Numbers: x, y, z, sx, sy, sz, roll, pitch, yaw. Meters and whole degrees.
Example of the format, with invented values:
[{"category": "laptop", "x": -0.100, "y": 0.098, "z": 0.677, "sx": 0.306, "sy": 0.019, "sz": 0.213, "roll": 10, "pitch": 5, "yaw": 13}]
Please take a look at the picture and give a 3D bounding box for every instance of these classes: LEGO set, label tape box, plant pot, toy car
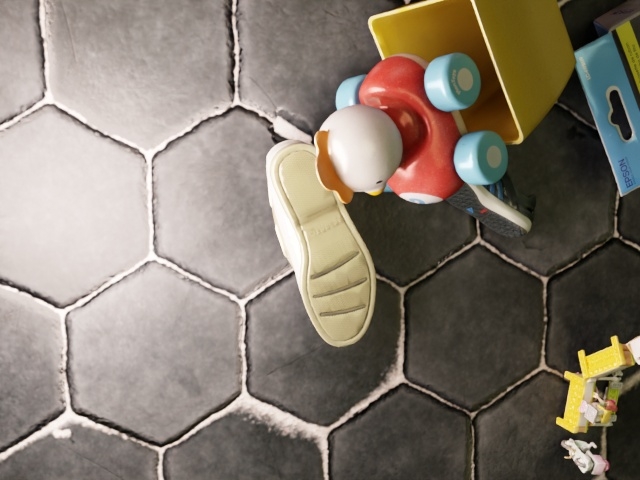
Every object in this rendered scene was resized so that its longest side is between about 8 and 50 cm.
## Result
[{"category": "LEGO set", "x": 0.485, "y": 0.239, "z": 1.539, "sx": 0.107, "sy": 0.132, "sz": 0.287, "roll": 5, "pitch": 121, "yaw": -25}, {"category": "label tape box", "x": 0.543, "y": -0.263, "z": 1.475, "sx": 0.347, "sy": 0.115, "sz": 0.249, "roll": -30, "pitch": 109, "yaw": -9}, {"category": "plant pot", "x": 0.231, "y": -0.267, "z": 1.325, "sx": 0.187, "sy": 0.212, "sz": 0.212, "roll": -35, "pitch": 110, "yaw": -29}, {"category": "toy car", "x": 0.079, "y": -0.114, "z": 1.250, "sx": 0.238, "sy": 0.219, "sz": 0.210, "roll": -36, "pitch": 111, "yaw": -33}]

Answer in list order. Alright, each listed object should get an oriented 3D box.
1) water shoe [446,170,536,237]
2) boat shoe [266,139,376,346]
[{"category": "water shoe", "x": 0.244, "y": -0.084, "z": 1.441, "sx": 0.203, "sy": 0.073, "sz": 0.080, "roll": 36, "pitch": 61, "yaw": -21}, {"category": "boat shoe", "x": 0.000, "y": 0.000, "z": 1.343, "sx": 0.113, "sy": 0.103, "sz": 0.302, "roll": -17, "pitch": 106, "yaw": -9}]
